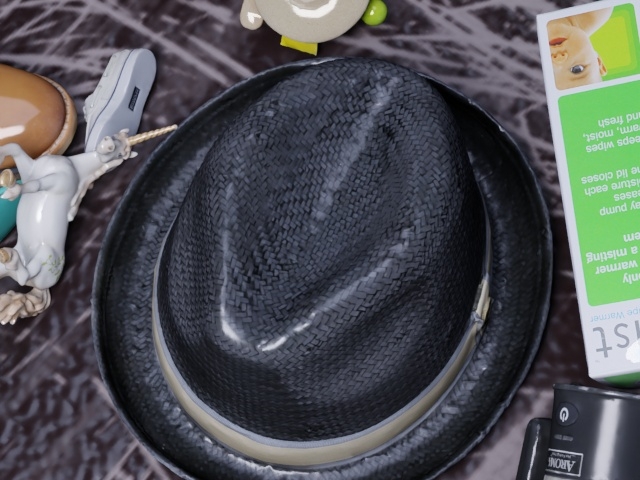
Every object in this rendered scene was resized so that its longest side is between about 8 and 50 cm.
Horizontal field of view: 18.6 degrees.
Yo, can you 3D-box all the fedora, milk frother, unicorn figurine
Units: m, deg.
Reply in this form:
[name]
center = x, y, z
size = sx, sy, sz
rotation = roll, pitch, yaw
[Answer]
[fedora]
center = 0.000, 0.000, 1.250
size = 0.334, 0.152, 0.334
rotation = -1, 64, 1
[milk frother]
center = 0.195, 0.163, 1.193
size = 0.143, 0.129, 0.134
rotation = 10, 86, -11
[unicorn figurine]
center = -0.181, -0.023, 1.291
size = 0.060, 0.111, 0.162
rotation = 33, 104, 30

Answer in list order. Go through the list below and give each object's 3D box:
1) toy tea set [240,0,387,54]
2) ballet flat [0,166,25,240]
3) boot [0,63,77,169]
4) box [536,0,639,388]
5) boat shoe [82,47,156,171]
[toy tea set]
center = -0.089, -0.270, 1.425
size = 0.336, 0.124, 0.200
rotation = 19, 96, 7
[ballet flat]
center = -0.279, 0.012, 1.297
size = 0.074, 0.074, 0.203
rotation = 36, 72, 17
[boot]
center = -0.311, -0.129, 1.279
size = 0.284, 0.220, 0.109
rotation = 11, 65, 6
[box]
center = 0.283, -0.042, 1.177
size = 0.262, 0.127, 0.231
rotation = -10, 79, 20
[boat shoe]
center = -0.148, -0.091, 1.366
size = 0.035, 0.035, 0.100
rotation = 4, 65, 33
